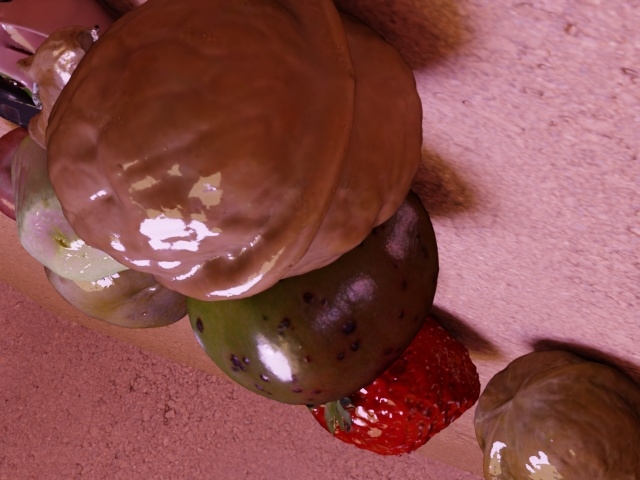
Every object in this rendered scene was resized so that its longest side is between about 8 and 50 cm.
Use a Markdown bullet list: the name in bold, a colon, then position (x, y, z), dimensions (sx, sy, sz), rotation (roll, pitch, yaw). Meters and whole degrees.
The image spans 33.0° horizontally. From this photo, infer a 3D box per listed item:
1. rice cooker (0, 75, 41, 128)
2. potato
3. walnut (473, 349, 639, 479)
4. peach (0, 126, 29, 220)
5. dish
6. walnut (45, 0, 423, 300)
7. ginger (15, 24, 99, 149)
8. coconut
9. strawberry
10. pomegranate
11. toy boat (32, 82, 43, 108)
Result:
- **rice cooker**: position (-0.337, -0.186, 1.288), dimensions (0.165, 0.106, 0.112), rotation (30, 164, -5)
- **potato**: position (-0.286, 0.030, 1.696), dimensions (0.202, 0.218, 0.351), rotation (-4, 154, 20)
- **walnut**: position (0.352, 0.288, 1.548), dimensions (0.283, 0.283, 0.227), rotation (35, -169, -32)
- **peach**: position (-0.441, -0.098, 1.688), dimensions (0.152, 0.152, 0.152), rotation (23, 165, 7)
- **dish**: position (-0.260, -0.205, 1.137), dimensions (0.213, 0.090, 0.213), rotation (21, 163, 7)
- **walnut**: position (-0.064, -0.089, 0.891), dimensions (0.296, 0.285, 0.285), rotation (9, 178, -39)
- **ginger**: position (-0.226, -0.109, 1.095), dimensions (0.147, 0.081, 0.334), rotation (22, 162, 14)
- **coconut**: position (-0.304, -0.067, 1.438), dimensions (0.204, 0.236, 0.236), rotation (5, 172, -22)
- **strawberry**: position (0.124, 0.216, 1.708), dimensions (0.276, 0.257, 0.257), rotation (14, 173, -34)
- **pomegranate**: position (-0.040, 0.025, 1.186), dimensions (0.323, 0.291, 0.290), rotation (27, 165, -25)
- **toy boat**: position (-0.279, -0.151, 1.105), dimensions (0.038, 0.038, 0.083), rotation (29, 160, -14)
